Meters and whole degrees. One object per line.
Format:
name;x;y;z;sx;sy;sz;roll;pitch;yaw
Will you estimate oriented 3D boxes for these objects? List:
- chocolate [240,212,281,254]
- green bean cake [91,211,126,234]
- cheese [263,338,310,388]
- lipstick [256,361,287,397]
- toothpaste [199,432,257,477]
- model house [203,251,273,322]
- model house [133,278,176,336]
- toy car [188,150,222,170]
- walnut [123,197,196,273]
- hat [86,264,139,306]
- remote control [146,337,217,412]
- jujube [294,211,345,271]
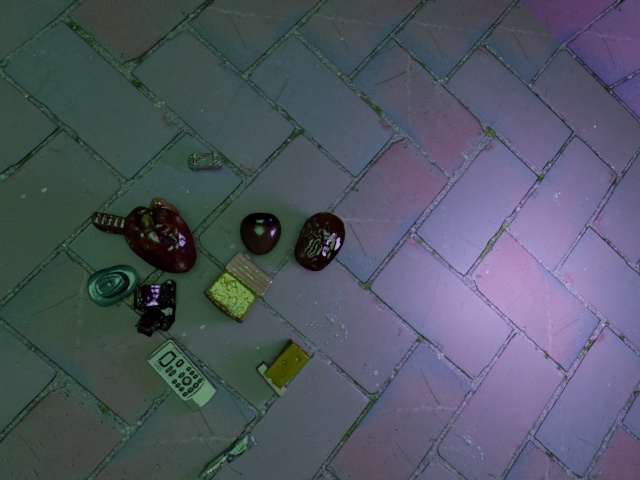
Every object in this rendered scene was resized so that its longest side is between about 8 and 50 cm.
chocolate;-0.241;-0.025;1.667;0.176;0.177;0.177;1;83;-11
green bean cake;-0.775;-0.059;1.564;0.135;0.136;0.056;9;78;-9
cheese;-0.135;0.487;1.630;0.093;0.126;0.171;41;81;-4
lipstick;-0.194;0.550;1.647;0.045;0.045;0.145;-40;91;-16
toothpaste;-0.354;0.825;1.585;0.233;0.038;0.060;-31;92;-16
model house;-0.309;0.172;1.607;0.193;0.175;0.234;39;80;-4
model house;-0.616;0.251;1.543;0.141;0.164;0.203;-6;86;-7
toy car;-0.469;-0.321;1.700;0.142;0.055;0.069;-4;75;-1
walnut;-0.583;-0.014;1.552;0.221;0.269;0.244;-9;45;7
hat;-0.787;0.165;1.562;0.191;0.078;0.138;-28;87;-13
remote control;-0.526;0.516;1.589;0.123;0.038;0.285;-40;92;-14
jujube;0.000;0.000;1.689;0.183;0.183;0.243;32;66;-6
